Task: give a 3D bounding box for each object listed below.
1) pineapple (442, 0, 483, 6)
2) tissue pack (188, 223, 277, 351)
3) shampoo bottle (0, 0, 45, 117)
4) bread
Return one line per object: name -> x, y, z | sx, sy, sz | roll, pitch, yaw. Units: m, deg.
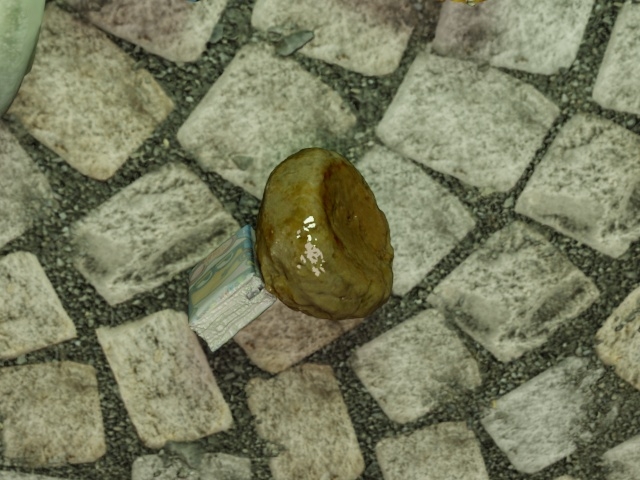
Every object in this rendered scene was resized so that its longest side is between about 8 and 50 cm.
pineapple -> 0.087, -0.447, 1.450 | 0.344, 0.286, 0.209 | 36, 152, -27
tissue pack -> -0.115, 0.060, 1.647 | 0.115, 0.155, 0.065 | -38, 111, 13
shampoo bottle -> -0.453, -0.272, 1.363 | 0.317, 0.322, 0.322 | 17, 113, -22
bread -> 0.000, 0.000, 1.603 | 0.123, 0.230, 0.230 | -20, 117, 26
